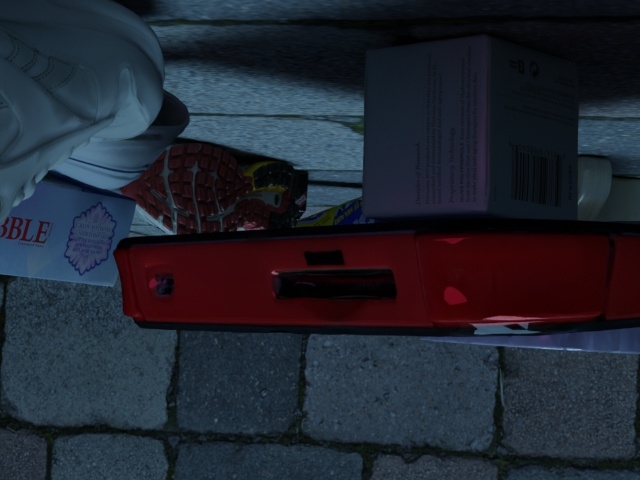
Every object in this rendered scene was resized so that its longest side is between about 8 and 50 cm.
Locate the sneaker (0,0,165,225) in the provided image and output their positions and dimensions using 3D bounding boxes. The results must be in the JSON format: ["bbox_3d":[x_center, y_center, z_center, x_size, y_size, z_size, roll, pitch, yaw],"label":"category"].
[{"bbox_3d":[-0.172,-0.060,0.796,0.114,0.152,0.305,-1,176,23],"label":"sneaker"}]

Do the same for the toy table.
[{"bbox_3d":[0.189,0.016,1.499,0.252,0.161,0.274,5,176,-30],"label":"toy table"}]

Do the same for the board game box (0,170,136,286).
[{"bbox_3d":[-0.334,-0.054,1.051,0.319,0.066,0.318,18,-176,30],"label":"board game box"}]

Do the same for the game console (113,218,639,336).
[{"bbox_3d":[0.102,0.016,0.981,0.342,0.060,0.386,-3,-179,-37],"label":"game console"}]

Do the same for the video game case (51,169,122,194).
[{"bbox_3d":[-0.189,-0.046,1.638,0.166,0.015,0.119,16,178,10],"label":"video game case"}]

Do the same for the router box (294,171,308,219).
[{"bbox_3d":[-0.061,-0.045,1.665,0.092,0.038,0.122,4,176,-3],"label":"router box"}]

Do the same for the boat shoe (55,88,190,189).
[{"bbox_3d":[-0.172,-0.092,0.986,0.076,0.083,0.226,-34,153,29],"label":"boat shoe"}]

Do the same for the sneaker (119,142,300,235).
[{"bbox_3d":[-0.109,-0.036,1.498,0.093,0.088,0.225,2,176,30],"label":"sneaker"}]

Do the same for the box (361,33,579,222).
[{"bbox_3d":[0.087,-0.058,0.967,0.087,0.102,0.101,-3,174,38],"label":"box"}]

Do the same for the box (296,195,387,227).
[{"bbox_3d":[0.000,0.000,1.710,0.169,0.054,0.059,-21,178,-7],"label":"box"}]
